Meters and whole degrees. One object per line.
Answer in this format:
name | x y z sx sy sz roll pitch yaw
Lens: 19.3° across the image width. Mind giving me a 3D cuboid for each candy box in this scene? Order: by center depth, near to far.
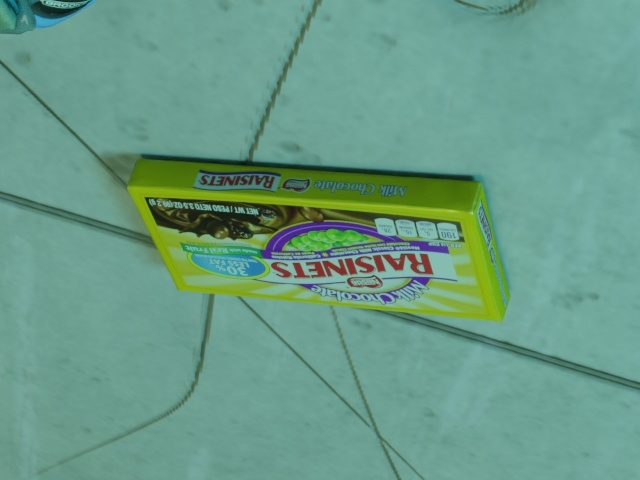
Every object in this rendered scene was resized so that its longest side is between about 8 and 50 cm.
candy box | 0.000 0.000 1.075 0.206 0.027 0.105 5 146 20

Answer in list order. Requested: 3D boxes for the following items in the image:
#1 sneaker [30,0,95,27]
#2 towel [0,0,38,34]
sneaker | -0.154 -0.182 0.877 0.078 0.067 0.188 -22 130 17
towel | -0.320 -0.208 0.867 0.370 0.040 0.271 10 147 38
